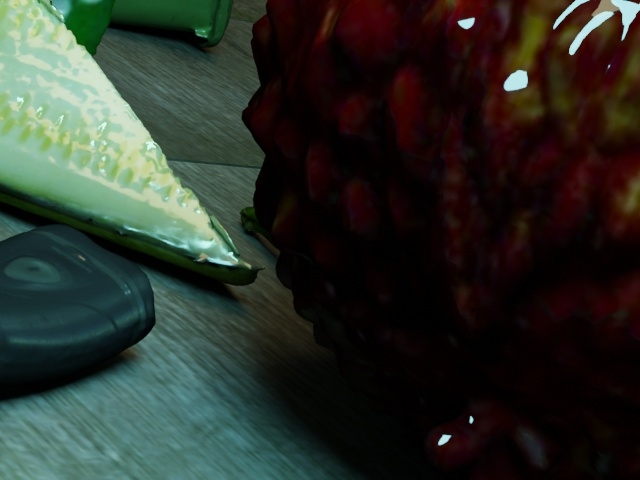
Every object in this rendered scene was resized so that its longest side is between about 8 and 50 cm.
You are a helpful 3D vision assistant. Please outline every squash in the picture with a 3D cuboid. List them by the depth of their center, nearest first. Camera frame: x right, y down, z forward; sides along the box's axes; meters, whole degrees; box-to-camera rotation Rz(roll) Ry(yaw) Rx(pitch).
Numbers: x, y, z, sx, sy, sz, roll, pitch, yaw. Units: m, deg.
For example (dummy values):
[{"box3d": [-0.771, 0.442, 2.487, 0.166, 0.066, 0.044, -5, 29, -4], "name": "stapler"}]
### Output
[{"box3d": [-0.131, -0.066, 1.043, 0.252, 0.093, 0.169, 20, 61, 4], "name": "squash"}]

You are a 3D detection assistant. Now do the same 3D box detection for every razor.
[{"box3d": [-0.151, 0.035, 0.796, 0.090, 0.054, 0.148, 26, 19, 21], "name": "razor"}]

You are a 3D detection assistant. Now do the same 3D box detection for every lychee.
[{"box3d": [0.160, -0.035, 0.797, 0.424, 0.500, 0.424, 20, -24, 9], "name": "lychee"}]

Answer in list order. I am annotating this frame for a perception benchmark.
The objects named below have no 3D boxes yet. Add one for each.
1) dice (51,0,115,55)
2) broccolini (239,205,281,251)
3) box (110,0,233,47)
[{"box3d": [-0.250, -0.213, 1.328, 0.120, 0.128, 0.131, 6, 22, -35], "name": "dice"}, {"box3d": [0.005, 0.010, 1.062, 0.058, 0.074, 0.201, 52, -11, -25], "name": "broccolini"}, {"box3d": [-0.210, -0.359, 1.663, 0.177, 0.253, 0.329, -3, 25, -24], "name": "box"}]
